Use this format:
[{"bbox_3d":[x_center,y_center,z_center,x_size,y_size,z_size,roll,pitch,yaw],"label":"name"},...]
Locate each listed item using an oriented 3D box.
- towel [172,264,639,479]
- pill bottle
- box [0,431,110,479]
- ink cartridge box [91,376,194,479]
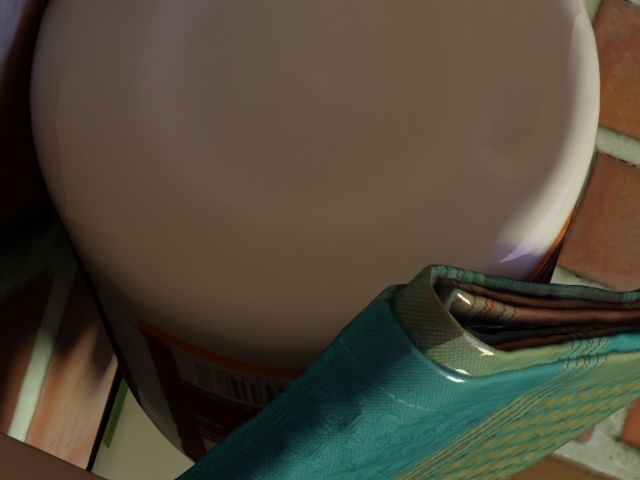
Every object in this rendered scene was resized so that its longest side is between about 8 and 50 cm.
[{"bbox_3d":[-0.032,0.123,0.707,0.370,0.040,0.271,-37,161,24],"label":"towel"},{"bbox_3d":[0.000,0.000,0.848,0.392,0.224,0.224,89,23,-70],"label":"pill bottle"},{"bbox_3d":[-0.101,0.151,0.516,0.148,0.232,0.127,-54,164,-64],"label":"box"},{"bbox_3d":[-0.071,0.108,1.154,0.208,0.087,0.153,-50,160,-70],"label":"ink cartridge box"}]
